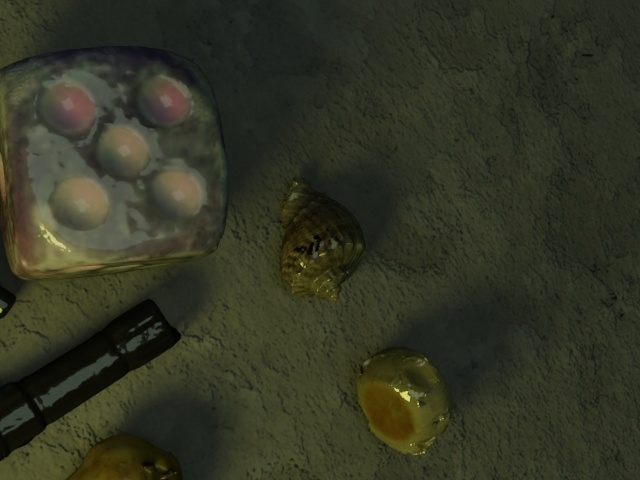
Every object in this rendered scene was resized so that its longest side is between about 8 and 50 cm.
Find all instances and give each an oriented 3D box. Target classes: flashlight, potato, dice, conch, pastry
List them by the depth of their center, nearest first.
[{"bbox_3d":[-0.298,0.406,1.271,0.173,0.140,0.300,34,77,-28],"label":"potato"},{"bbox_3d":[-0.286,-0.094,1.275,0.271,0.270,0.270,-7,86,-23],"label":"dice"},{"bbox_3d":[-0.380,0.216,1.293,0.424,0.103,0.103,-32,95,-24],"label":"flashlight"},{"bbox_3d":[0.126,0.242,1.462,0.088,0.165,0.166,-30,95,-36],"label":"pastry"},{"bbox_3d":[0.000,0.000,1.488,0.155,0.130,0.207,14,50,-53],"label":"conch"}]

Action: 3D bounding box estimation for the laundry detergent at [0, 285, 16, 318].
[{"bbox_3d":[-0.511,0.030,1.278,0.225,0.070,0.099,37,63,-15],"label":"laundry detergent"}]
